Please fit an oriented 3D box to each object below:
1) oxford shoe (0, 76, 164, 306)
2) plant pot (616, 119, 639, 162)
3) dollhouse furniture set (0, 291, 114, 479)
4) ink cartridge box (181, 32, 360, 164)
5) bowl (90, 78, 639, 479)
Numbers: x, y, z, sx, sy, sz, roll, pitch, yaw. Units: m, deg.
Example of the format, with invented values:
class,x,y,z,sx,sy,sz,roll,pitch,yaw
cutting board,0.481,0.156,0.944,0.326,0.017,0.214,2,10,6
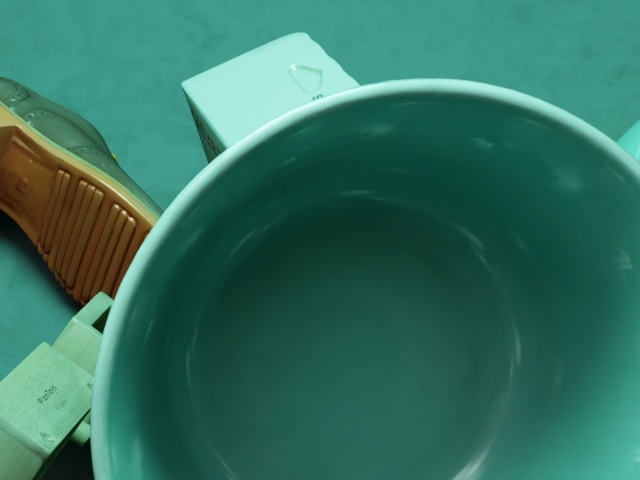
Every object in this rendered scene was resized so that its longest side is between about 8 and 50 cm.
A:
class,x,y,z,sx,sy,sz,roll,pitch,yaw
oxford shoe,-0.155,-0.034,1.164,0.271,0.097,0.098,39,34,14
plant pot,0.264,0.039,0.975,0.293,0.235,0.293,-3,53,4
dollhouse furniture set,-0.069,0.235,0.959,0.355,0.174,0.303,37,18,-2
ink cartridge box,0.000,0.000,1.023,0.087,0.208,0.153,-22,28,-9
bowl,0.032,0.074,0.860,0.311,0.311,0.163,-22,10,-10
